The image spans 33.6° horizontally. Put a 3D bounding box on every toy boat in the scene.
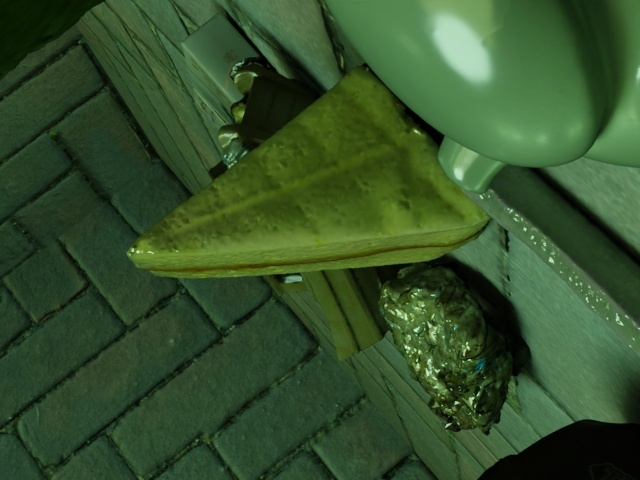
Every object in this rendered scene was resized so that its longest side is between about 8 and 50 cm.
[{"bbox_3d":[-0.019,-0.006,1.228,0.445,0.162,0.135,62,-152,-46],"label":"toy boat"}]

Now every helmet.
[{"bbox_3d":[0.251,0.242,0.855,0.225,0.177,0.305,41,161,28],"label":"helmet"}]

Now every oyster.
[{"bbox_3d":[0.136,0.118,1.137,0.198,0.092,0.260,59,155,0],"label":"oyster"}]

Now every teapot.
[{"bbox_3d":[0.103,-0.081,0.319,0.220,0.149,0.318,55,173,-31],"label":"teapot"}]

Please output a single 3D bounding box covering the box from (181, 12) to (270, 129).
[{"bbox_3d":[-0.095,-0.172,1.318,0.149,0.067,0.233,51,172,6],"label":"box"}]

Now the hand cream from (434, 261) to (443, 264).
[{"bbox_3d":[0.155,0.068,1.163,0.102,0.022,0.035,58,167,-13],"label":"hand cream"}]

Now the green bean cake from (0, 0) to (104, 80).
[{"bbox_3d":[-0.121,-0.209,0.340,0.218,0.335,0.319,51,168,-3],"label":"green bean cake"}]

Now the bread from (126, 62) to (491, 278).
[{"bbox_3d":[-0.004,0.001,0.898,0.163,0.264,0.167,52,178,10],"label":"bread"}]

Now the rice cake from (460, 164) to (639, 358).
[{"bbox_3d":[0.171,0.008,0.709,0.206,0.047,0.036,46,164,28],"label":"rice cake"}]
